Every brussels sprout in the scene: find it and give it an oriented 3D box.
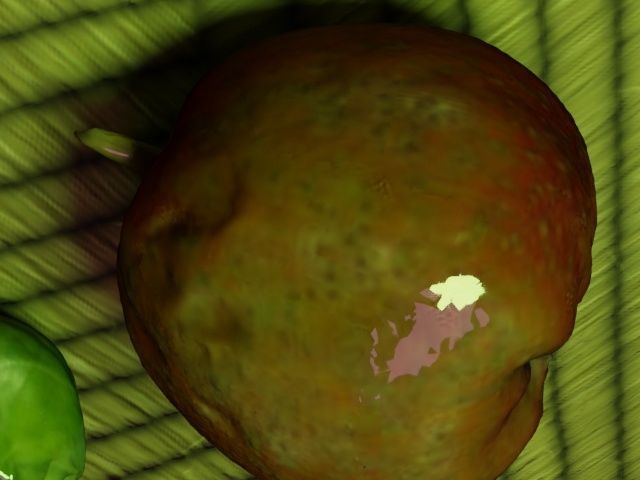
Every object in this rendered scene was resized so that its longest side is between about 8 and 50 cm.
[{"bbox_3d":[-0.217,0.106,1.086,0.149,0.122,0.151,5,166,-19],"label":"brussels sprout"}]

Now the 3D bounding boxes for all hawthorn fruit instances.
[{"bbox_3d":[0.000,0.000,0.983,0.298,0.277,0.277,22,125,-10],"label":"hawthorn fruit"}]
